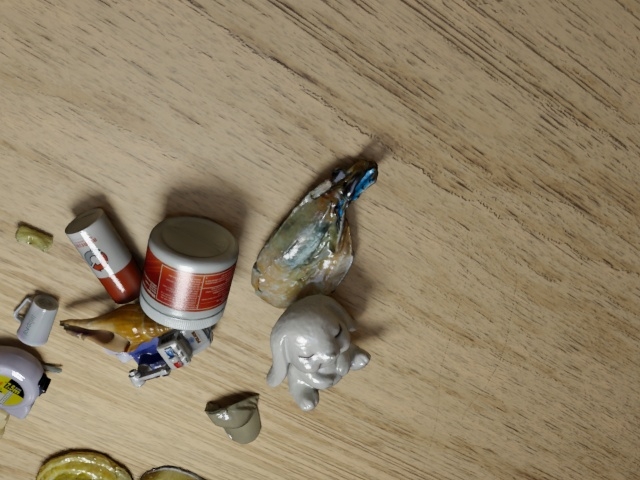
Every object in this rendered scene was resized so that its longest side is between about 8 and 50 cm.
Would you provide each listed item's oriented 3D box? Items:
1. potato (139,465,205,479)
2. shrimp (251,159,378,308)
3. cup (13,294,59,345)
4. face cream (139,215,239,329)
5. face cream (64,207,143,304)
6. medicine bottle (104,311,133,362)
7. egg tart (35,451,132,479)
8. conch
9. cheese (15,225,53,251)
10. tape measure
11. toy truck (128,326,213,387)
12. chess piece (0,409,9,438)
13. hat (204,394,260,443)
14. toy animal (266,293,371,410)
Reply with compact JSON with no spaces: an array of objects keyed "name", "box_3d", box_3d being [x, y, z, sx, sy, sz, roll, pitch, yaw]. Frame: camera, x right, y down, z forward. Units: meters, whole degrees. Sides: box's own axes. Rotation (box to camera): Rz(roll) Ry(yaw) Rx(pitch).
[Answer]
[{"name":"potato","box_3d":[-0.422,0.818,2.106,0.246,0.196,0.300,-11,119,2]},{"name":"shrimp","box_3d":[0.000,0.000,1.689,0.221,0.110,0.446,21,121,-22]},{"name":"cup","box_3d":[-0.699,0.187,1.786,0.104,0.074,0.116,34,113,11]},{"name":"face cream","box_3d":[-0.297,0.070,1.652,0.201,0.201,0.187,11,120,-10]},{"name":"face cream","box_3d":[-0.488,0.039,1.684,0.096,0.096,0.214,-21,120,9]},{"name":"medicine bottle","box_3d":[-0.507,0.246,1.820,0.055,0.074,0.118,-24,118,9]},{"name":"egg tart","box_3d":[-0.679,0.729,2.084,0.290,0.115,0.290,0,121,-1]},{"name":"conch","box_3d":[-0.474,0.198,1.716,0.330,0.093,0.109,0,119,30]},{"name":"cheese","box_3d":[-0.659,-0.002,1.682,0.083,0.044,0.030,25,133,-19]},{"name":"tape measure","box_3d":[-0.784,0.347,1.857,0.196,0.105,0.178,40,119,-22]},{"name":"toy truck","box_3d":[-0.371,0.246,1.770,0.213,0.177,0.161,-23,119,11]},{"name":"chess piece","box_3d":[-0.940,0.571,1.978,0.117,0.117,0.397,27,114,-18]},{"name":"hat","box_3d":[-0.222,0.497,1.982,0.147,0.085,0.175,-15,120,5]},{"name":"toy animal","box_3d":[-0.023,0.246,1.748,0.271,0.206,0.265,-37,146,-12]}]
